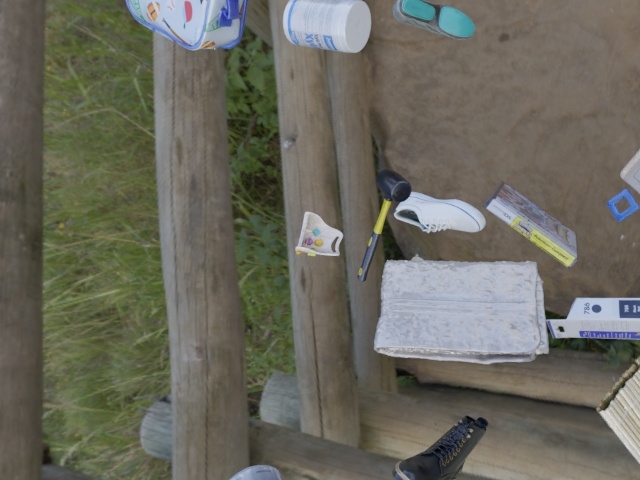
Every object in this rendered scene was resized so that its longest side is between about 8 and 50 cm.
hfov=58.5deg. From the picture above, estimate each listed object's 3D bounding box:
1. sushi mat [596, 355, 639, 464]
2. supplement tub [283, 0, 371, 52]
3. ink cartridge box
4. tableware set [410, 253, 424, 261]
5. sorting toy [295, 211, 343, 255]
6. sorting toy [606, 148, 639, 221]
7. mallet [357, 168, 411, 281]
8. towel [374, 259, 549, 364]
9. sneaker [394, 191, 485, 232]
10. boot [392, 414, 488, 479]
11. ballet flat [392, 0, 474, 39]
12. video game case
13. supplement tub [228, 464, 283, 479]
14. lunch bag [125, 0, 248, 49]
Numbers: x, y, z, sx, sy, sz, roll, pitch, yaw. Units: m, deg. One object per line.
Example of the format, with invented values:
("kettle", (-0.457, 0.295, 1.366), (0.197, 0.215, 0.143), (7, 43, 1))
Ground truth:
("sushi mat", (0.462, 0.263, 0.662), (0.151, 0.019, 0.316), (-40, 93, -12))
("supplement tub", (0.008, -0.303, 0.796), (0.107, 0.071, 0.070), (20, 93, 31))
("ink cartridge box", (0.726, 0.190, 1.371), (0.333, 0.165, 0.065), (-4, 65, 26))
("tableware set", (0.320, 0.116, 1.622), (0.169, 0.141, 0.020), (35, 59, 28))
("sorting toy", (0.000, 0.000, 0.998), (0.075, 0.044, 0.083), (12, 52, 2))
("sorting toy", (0.850, -0.168, 1.364), (0.347, 0.047, 0.196), (-62, 38, 32))
("mallet", (0.090, -0.025, 0.918), (0.062, 0.039, 0.189), (-117, 41, -51))
("towel", (0.241, 0.117, 0.988), (0.283, 0.049, 0.187), (1, 53, 14))
("sneaker", (0.309, -0.056, 1.509), (0.258, 0.094, 0.091), (18, 57, 46))
("boot", (0.205, 0.351, 0.961), (0.077, 0.198, 0.137), (38, 98, 31))
("ballet flat", (0.278, -0.548, 1.412), (0.213, 0.068, 0.072), (14, 91, -15))
("video game case", (0.546, -0.052, 1.470), (0.248, 0.275, 0.035), (38, 116, 10))
("supplement tub", (-0.089, 0.483, 0.944), (0.117, 0.117, 0.190), (-52, 39, 12))
("lunch bag", (-0.203, -0.464, 0.921), (0.243, 0.115, 0.303), (33, 125, 27))
